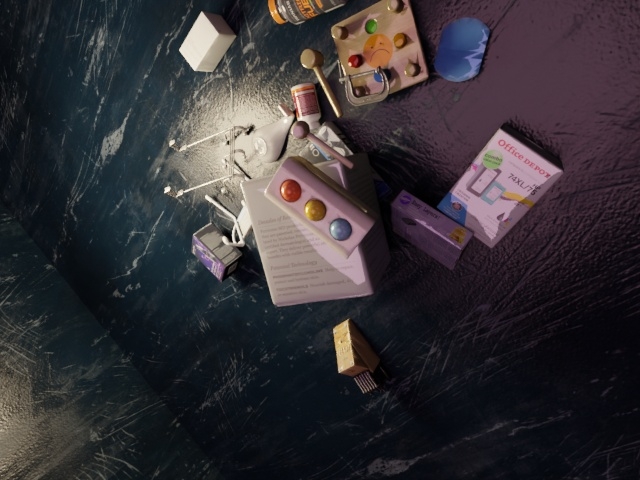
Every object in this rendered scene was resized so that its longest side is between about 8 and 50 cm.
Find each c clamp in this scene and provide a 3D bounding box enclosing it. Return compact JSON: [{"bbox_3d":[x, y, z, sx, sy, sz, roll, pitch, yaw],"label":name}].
[{"bbox_3d":[0.128,-0.475,1.224,0.160,0.022,0.137,4,111,28],"label":"c clamp"}]

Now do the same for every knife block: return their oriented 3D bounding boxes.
[{"bbox_3d":[0.179,0.481,1.670,0.088,0.242,0.276,-38,43,32],"label":"knife block"}]

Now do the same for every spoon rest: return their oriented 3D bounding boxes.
[{"bbox_3d":[-0.174,-0.401,1.546,0.137,0.084,0.276,53,137,4],"label":"spoon rest"}]

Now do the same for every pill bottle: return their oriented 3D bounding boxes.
[{"bbox_3d":[-0.046,-0.464,1.435,0.086,0.086,0.152,-6,104,30],"label":"pill bottle"},{"bbox_3d":[-0.043,-0.771,1.296,0.245,0.130,0.131,-6,105,31],"label":"pill bottle"}]

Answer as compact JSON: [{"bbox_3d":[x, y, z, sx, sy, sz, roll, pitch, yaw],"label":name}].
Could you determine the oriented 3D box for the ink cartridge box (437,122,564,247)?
[{"bbox_3d":[0.509,-0.162,1.172,0.198,0.197,0.270,39,121,11],"label":"ink cartridge box"}]

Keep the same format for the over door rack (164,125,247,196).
[{"bbox_3d":[-0.438,-0.304,1.620,0.324,0.108,0.240,-9,67,13],"label":"over door rack"}]

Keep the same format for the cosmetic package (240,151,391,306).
[{"bbox_3d":[0.007,-0.047,1.314,0.327,0.329,0.394,-10,101,22],"label":"cosmetic package"}]

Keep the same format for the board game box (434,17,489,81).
[{"bbox_3d":[0.409,-0.548,1.189,0.133,0.033,0.169,20,111,27],"label":"board game box"}]

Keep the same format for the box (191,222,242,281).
[{"bbox_3d":[-0.459,0.053,1.811,0.207,0.108,0.153,42,144,9],"label":"box"}]

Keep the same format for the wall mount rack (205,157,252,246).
[{"bbox_3d":[-0.351,-0.155,1.700,0.350,0.130,0.304,-55,46,31],"label":"wall mount rack"}]

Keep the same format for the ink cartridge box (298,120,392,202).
[{"bbox_3d":[0.084,-0.244,1.459,0.333,0.065,0.165,48,122,4],"label":"ink cartridge box"}]

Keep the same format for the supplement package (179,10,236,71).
[{"bbox_3d":[-0.420,-0.735,1.530,0.179,0.105,0.105,-38,87,34],"label":"supplement package"}]

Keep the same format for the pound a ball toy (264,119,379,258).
[{"bbox_3d":[0.003,-0.130,1.039,0.319,0.136,0.208,38,113,5],"label":"pound a ball toy"}]

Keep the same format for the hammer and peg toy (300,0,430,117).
[{"bbox_3d":[0.137,-0.557,1.278,0.361,0.127,0.266,-13,103,32],"label":"hammer and peg toy"}]

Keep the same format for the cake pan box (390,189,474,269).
[{"bbox_3d":[0.339,-0.024,1.289,0.245,0.267,0.070,38,83,20],"label":"cake pan box"}]
